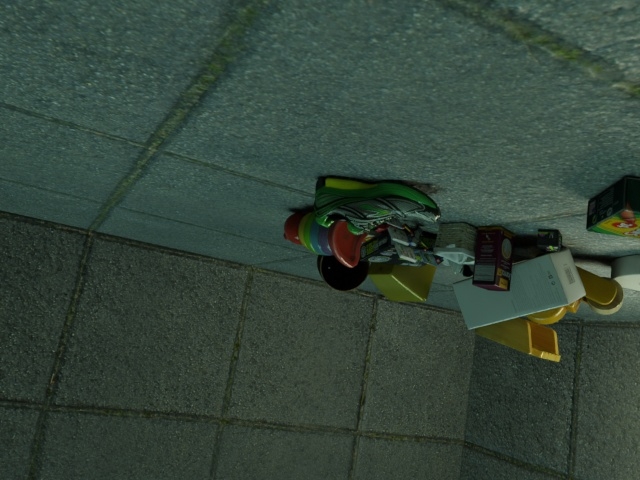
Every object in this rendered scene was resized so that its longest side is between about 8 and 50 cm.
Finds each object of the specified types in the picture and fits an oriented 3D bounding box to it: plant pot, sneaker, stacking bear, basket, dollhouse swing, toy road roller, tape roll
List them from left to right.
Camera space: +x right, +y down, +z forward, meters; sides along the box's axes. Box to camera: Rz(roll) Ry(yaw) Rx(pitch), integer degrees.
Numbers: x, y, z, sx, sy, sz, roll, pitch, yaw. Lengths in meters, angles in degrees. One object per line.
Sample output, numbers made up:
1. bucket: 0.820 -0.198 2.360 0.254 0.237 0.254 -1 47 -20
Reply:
1. stacking bear: -0.006 -0.029 1.871 0.289 0.175 0.164 10 164 45
2. plant pot: 0.070 0.097 2.386 0.215 0.215 0.230 13 180 -17
3. sneaker: 0.149 -0.077 1.487 0.344 0.146 0.134 5 169 16
4. plant pot: 0.318 0.111 2.230 0.187 0.212 0.212 32 159 -30
5. sneaker: 0.503 0.069 2.001 0.111 0.129 0.297 10 170 -9
6. basket: 0.461 0.011 1.799 0.167 0.103 0.113 20 165 -42
7. dollhouse swing: 0.806 0.275 2.199 0.315 0.304 0.347 18 177 42
8. toy road roller: 0.870 0.208 1.966 0.330 0.240 0.202 26 180 31
9. tape roll: 1.181 0.119 1.840 0.392 0.072 0.392 9 170 2

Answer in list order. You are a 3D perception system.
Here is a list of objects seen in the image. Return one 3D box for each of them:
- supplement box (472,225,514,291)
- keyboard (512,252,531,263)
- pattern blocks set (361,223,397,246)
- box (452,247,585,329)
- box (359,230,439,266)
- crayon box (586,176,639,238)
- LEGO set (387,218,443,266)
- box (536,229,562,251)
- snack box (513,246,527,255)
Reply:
1. supplement box: 0.545 0.058 1.741 0.081 0.188 0.104 -2 164 45
2. keyboard: 0.660 0.070 1.969 0.072 0.014 0.256 8 169 -3
3. pattern blocks set: 0.145 -0.004 2.037 0.286 0.026 0.325 3 162 4
4. box: 0.661 0.163 1.854 0.345 0.168 0.215 -24 169 37
5. box: 0.309 0.034 2.004 0.270 0.060 0.216 7 161 -24
6. crayon box: 0.791 -0.056 1.224 0.319 0.081 0.202 8 169 6
7. LEGO set: 0.293 0.014 1.778 0.244 0.182 0.060 17 132 -40
8. box: 0.697 0.002 1.683 0.062 0.052 0.083 2 169 31
9. snack box: 0.647 0.042 1.976 0.141 0.037 0.100 11 168 -12
